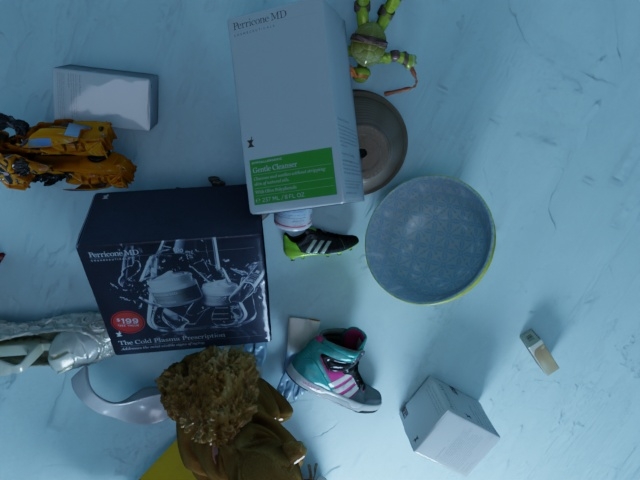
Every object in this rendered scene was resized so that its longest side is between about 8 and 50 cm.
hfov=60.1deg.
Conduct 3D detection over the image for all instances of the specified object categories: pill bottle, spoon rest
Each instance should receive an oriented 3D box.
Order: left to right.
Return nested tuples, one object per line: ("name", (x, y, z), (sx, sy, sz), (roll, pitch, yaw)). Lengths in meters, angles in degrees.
("spoon rest", (-0.463, 0.388, 1.331), (0.137, 0.084, 0.276), (-41, 131, 17))
("pill bottle", (-0.058, -0.108, 1.214), (0.087, 0.087, 0.160), (0, 118, -7))

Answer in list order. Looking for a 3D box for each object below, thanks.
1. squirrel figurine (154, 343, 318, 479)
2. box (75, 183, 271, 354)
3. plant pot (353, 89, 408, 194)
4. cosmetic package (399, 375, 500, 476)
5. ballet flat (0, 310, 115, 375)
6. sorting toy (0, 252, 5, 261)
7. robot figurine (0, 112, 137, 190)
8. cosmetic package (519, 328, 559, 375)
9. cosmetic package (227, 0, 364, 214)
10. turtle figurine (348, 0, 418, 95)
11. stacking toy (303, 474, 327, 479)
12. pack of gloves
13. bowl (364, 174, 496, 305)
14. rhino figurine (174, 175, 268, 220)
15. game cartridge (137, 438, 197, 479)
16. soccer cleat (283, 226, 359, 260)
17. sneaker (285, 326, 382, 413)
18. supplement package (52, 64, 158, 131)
("squirrel figurine", (-0.183, 0.415, 1.170), (0.281, 0.370, 0.397), (-35, 110, -14))
("box", (-0.285, 0.064, 1.169), (0.343, 0.179, 0.312), (-5, 129, -5))
("plant pot", (0.081, -0.201, 1.194), (0.237, 0.110, 0.237), (-2, 110, -6))
("cosmetic package", (0.337, 0.489, 1.464), (0.184, 0.151, 0.151), (31, 104, -18))
("ballet flat", (-0.638, 0.254, 1.268), (0.409, 0.147, 0.147), (-4, 111, -6))
("sorting toy", (-0.802, 0.119, 1.205), (0.046, 0.132, 0.274), (37, 102, 3))
("robot figurine", (-0.532, -0.164, 1.092), (0.291, 0.085, 0.211), (-2, 149, 5))
("cosmetic package", (0.581, 0.297, 1.469), (0.041, 0.060, 0.115), (-35, 112, 7))
("cosmetic package", (-0.042, -0.242, 1.057), (0.197, 0.155, 0.365), (-7, 93, 19))
("turtle figurine", (0.085, -0.416, 1.122), (0.269, 0.087, 0.217), (10, 105, -3))
("stacking toy", (-0.224, 0.763, 1.469), (0.480, 0.350, 0.350), (10, 110, 10))
("pack of gloves", (-0.118, 0.293, 1.403), (0.195, 0.046, 0.232), (10, 100, -9))
("bowl", (0.261, 0.011, 1.254), (0.289, 0.289, 0.156), (-47, 152, 11))
("rhino figurine", (-0.222, -0.085, 1.221), (0.243, 0.073, 0.106), (-5, 109, -5))
("game cartridge", (-0.350, 0.709, 1.380), (0.285, 0.324, 0.053), (-46, 153, 0))
("soccer cleat", (0.000, 0.000, 1.288), (0.179, 0.060, 0.072), (-9, 110, 0))
("sneaker", (0.076, 0.311, 1.387), (0.295, 0.124, 0.178), (29, 99, -31))
("supplement package", (-0.422, -0.285, 1.104), (0.179, 0.105, 0.105), (5, 110, -8))
